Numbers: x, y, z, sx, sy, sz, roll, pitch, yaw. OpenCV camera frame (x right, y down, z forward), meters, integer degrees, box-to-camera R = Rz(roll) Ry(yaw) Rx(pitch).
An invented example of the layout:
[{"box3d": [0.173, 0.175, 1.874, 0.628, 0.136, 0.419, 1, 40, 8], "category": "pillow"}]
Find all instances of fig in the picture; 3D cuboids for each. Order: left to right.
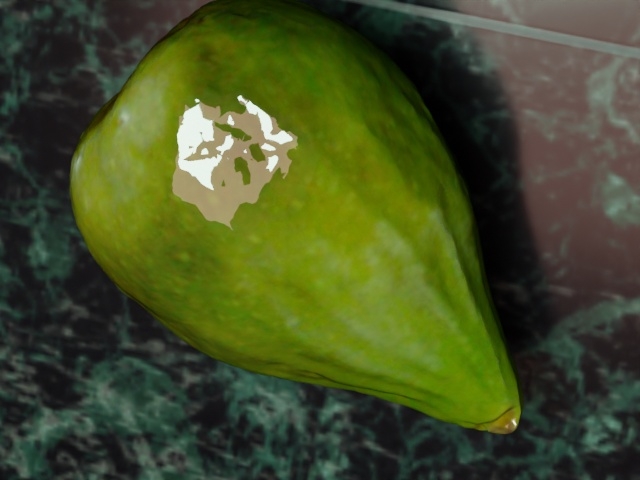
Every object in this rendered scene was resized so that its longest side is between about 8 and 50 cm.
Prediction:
[{"box3d": [-0.004, -0.016, 0.921, 0.233, 0.167, 0.167, 29, 113, -30], "category": "fig"}]
